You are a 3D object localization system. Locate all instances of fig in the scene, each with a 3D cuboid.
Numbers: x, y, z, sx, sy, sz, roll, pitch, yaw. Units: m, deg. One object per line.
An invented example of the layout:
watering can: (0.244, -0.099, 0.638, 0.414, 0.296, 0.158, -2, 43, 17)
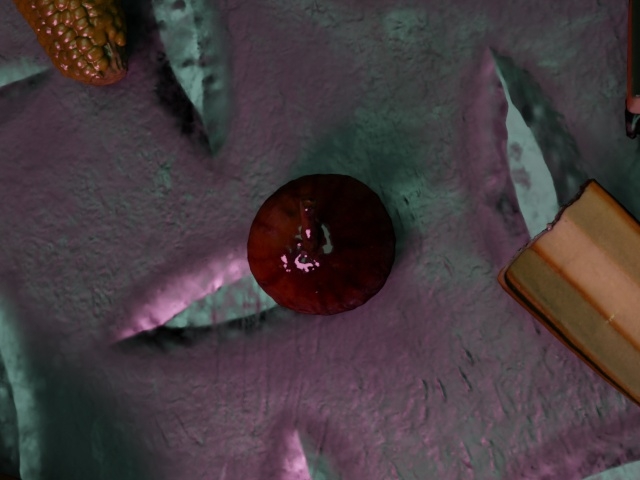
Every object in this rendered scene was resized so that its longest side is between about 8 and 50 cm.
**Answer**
fig: (0.009, 0.000, 1.512, 0.128, 0.150, 0.128, 7, 75, -27)

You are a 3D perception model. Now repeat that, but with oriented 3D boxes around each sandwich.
sandwich: (0.250, 0.057, 1.457, 0.187, 0.144, 0.117, 44, 96, 10)

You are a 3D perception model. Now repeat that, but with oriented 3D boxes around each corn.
corn: (-0.241, -0.254, 1.584, 0.097, 0.097, 0.262, -28, 84, 7)

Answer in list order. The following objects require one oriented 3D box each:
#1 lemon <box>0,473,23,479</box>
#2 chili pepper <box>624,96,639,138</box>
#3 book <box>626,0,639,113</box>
lemon: (-0.339, 0.352, 1.435, 0.364, 0.364, 0.364, -1, 86, 9)
chili pepper: (0.385, -0.128, 1.473, 0.264, 0.116, 0.148, 5, 75, 9)
book: (0.380, -0.267, 1.450, 0.260, 0.043, 0.371, 1, 65, 10)
